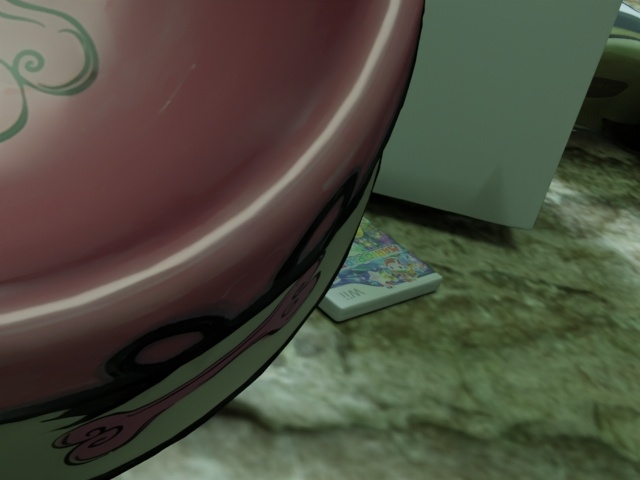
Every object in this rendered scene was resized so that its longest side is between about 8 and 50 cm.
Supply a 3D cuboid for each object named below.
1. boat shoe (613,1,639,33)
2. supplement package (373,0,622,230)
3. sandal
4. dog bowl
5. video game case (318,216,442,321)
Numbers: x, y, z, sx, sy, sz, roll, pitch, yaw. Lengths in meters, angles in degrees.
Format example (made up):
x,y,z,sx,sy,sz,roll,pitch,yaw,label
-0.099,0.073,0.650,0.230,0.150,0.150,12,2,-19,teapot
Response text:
x,y,z,sx,sy,sz,roll,pitch,yaw,label
0.124,-0.232,1.016,0.367,0.135,0.156,16,29,-10,boat shoe
0.073,-0.169,0.735,0.204,0.261,0.145,14,24,-9,supplement package
0.289,-0.102,0.939,0.303,0.120,0.086,1,58,-24,sandal
-0.143,-0.110,0.398,0.408,0.150,0.407,5,74,-18,dog bowl
0.000,0.000,0.672,0.087,0.011,0.122,-14,43,-45,video game case
